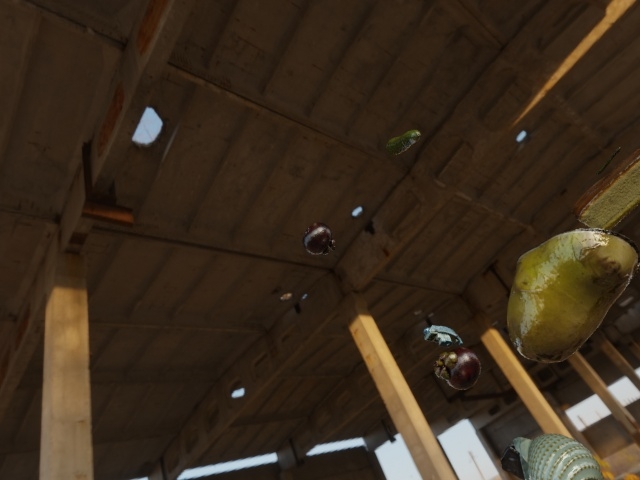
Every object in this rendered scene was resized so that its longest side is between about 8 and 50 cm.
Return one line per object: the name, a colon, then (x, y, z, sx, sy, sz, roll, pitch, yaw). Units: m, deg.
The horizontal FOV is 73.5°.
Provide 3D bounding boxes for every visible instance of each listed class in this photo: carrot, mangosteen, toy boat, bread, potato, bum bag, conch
carrot: (0.333, -0.389, 1.700, 0.074, 0.074, 0.358, -25, 7, -3)
mangosteen: (0.574, 0.538, 1.814, 0.199, 0.200, 0.200, -16, -38, -13)
toy boat: (0.647, 0.519, 2.244, 0.215, 0.102, 0.088, 14, -53, -13)
mangosteen: (0.000, 0.000, 1.660, 0.140, 0.140, 0.140, -16, -38, -13)
bread: (1.112, -0.181, 1.603, 0.333, 0.143, 0.323, -51, -17, 21)
potato: (0.705, 0.190, 1.215, 0.289, 0.296, 0.397, 25, -25, -9)
bum bag: (0.785, 0.845, 1.554, 0.060, 0.248, 0.123, -20, -56, -50)
conch: (0.764, 0.760, 1.366, 0.215, 0.303, 0.319, -2, 5, 11)

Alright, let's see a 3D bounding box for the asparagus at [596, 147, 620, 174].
asparagus: (1.091, -0.298, 1.624, 0.016, 0.013, 0.166, -49, -21, -20)
